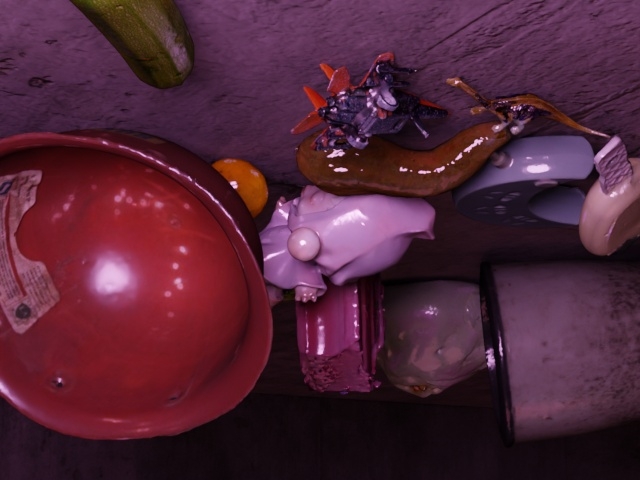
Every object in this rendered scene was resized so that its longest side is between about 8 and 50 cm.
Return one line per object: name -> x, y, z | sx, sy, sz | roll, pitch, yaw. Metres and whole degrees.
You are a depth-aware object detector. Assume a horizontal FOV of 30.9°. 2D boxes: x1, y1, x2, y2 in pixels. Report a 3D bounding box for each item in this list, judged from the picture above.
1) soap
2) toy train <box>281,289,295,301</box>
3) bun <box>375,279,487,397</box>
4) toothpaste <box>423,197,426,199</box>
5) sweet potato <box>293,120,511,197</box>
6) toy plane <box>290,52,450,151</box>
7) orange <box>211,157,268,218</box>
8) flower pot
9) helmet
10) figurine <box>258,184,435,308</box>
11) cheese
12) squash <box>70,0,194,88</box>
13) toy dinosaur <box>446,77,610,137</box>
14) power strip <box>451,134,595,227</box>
soap -> 0.027, 0.072, 1.493 | 0.099, 0.250, 0.162 | -5, 163, 10
toy train -> -0.084, 0.084, 1.940 | 0.085, 0.053, 0.249 | 4, 167, -38
bun -> 0.194, 0.182, 2.062 | 0.293, 0.187, 0.293 | -2, 164, 0
toothpaste -> 0.092, -0.063, 1.433 | 0.083, 0.017, 0.020 | 8, 163, -27
sweet potato -> 0.087, -0.083, 1.234 | 0.233, 0.062, 0.081 | -3, 123, 7
toy plane -> 0.063, -0.123, 1.105 | 0.189, 0.061, 0.130 | 7, 135, -38
orange -> -0.100, -0.057, 1.335 | 0.083, 0.070, 0.083 | 20, 144, 16
flower pot -> 0.425, 0.157, 1.813 | 0.330, 0.294, 0.293 | -8, 165, 3
helmet -> -0.197, 0.017, 1.244 | 0.384, 0.338, 0.230 | 0, -159, 18
figurine -> 0.001, 0.000, 1.354 | 0.276, 0.133, 0.200 | -29, -169, 25
cheese -> 0.336, -0.059, 1.295 | 0.127, 0.054, 0.251 | -43, 154, 2
squash -> -0.146, -0.177, 0.892 | 0.066, 0.066, 0.229 | -2, 166, 8
toy dinosaur -> 0.197, -0.126, 1.145 | 0.180, 0.037, 0.058 | 6, 169, -21
power strip -> 0.235, -0.066, 1.349 | 0.167, 0.054, 0.253 | -4, 166, 12
